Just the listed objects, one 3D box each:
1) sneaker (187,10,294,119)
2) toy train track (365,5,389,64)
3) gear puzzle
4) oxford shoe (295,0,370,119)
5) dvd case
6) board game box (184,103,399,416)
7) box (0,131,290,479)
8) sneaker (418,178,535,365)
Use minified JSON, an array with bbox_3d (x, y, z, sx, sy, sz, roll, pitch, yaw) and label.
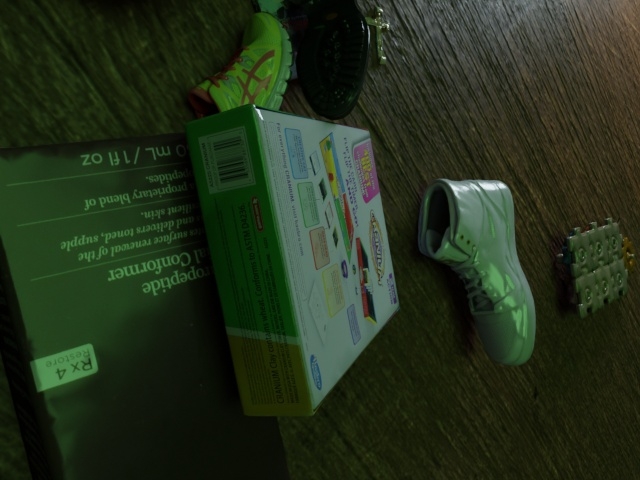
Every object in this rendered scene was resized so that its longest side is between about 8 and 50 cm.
[{"bbox_3d":[-0.093,-0.162,0.570,0.094,0.081,0.208,16,76,-30],"label":"sneaker"},{"bbox_3d":[0.088,-0.297,0.756,0.048,0.014,0.083,-4,90,-37],"label":"toy train track"},{"bbox_3d":[0.590,0.044,1.106,0.339,0.044,0.175,-11,92,-40],"label":"gear puzzle"},{"bbox_3d":[0.024,-0.215,0.608,0.096,0.083,0.227,61,25,-53],"label":"oxford shoe"},{"bbox_3d":[-0.035,-0.266,0.661,0.087,0.013,0.119,-27,102,-35],"label":"dvd case"},{"bbox_3d":[0.000,0.000,0.544,0.316,0.064,0.242,-20,100,-68],"label":"board game box"},{"bbox_3d":[-0.163,0.105,0.463,0.191,0.143,0.381,-16,99,-38],"label":"box"},{"bbox_3d":[0.221,0.049,0.787,0.169,0.108,0.292,0,77,-36],"label":"sneaker"}]
